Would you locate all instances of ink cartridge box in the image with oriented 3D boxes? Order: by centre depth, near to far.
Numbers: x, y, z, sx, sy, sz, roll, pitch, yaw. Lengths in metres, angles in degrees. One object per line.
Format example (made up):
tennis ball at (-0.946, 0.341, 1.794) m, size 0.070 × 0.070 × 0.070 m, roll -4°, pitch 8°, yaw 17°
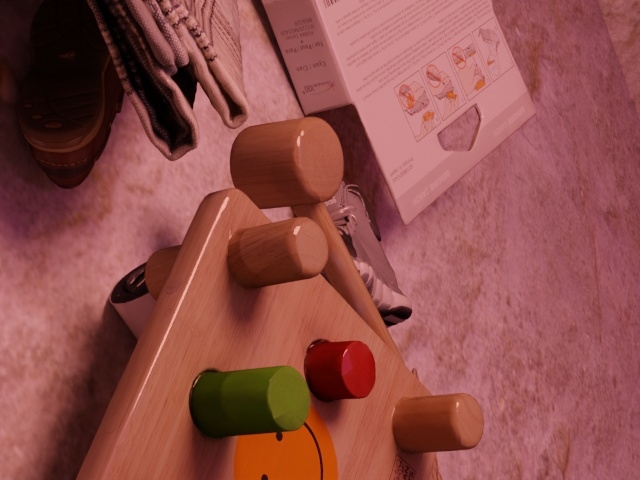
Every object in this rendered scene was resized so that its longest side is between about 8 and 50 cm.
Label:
ink cartridge box at (0.084, -0.186, 1.364) m, size 0.296 × 0.066 × 0.261 m, roll -39°, pitch 112°, yaw -47°

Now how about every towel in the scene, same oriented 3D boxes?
towel at (-0.124, -0.237, 0.858) m, size 0.324 × 0.056 × 0.312 m, roll -92°, pitch 160°, yaw -63°

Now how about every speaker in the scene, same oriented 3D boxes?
speaker at (-0.083, 0.076, 0.918) m, size 0.136 × 0.055 × 0.055 m, roll 60°, pitch 26°, yaw -22°

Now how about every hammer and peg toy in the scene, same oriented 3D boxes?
hammer and peg toy at (-0.005, 0.101, 0.859) m, size 0.266 × 0.127 × 0.361 m, roll 48°, pitch 47°, yaw -33°

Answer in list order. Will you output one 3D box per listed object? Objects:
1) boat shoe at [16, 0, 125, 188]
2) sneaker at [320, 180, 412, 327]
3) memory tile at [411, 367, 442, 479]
boat shoe at (-0.157, -0.108, 0.906) m, size 0.060 × 0.064 × 0.178 m, roll 90°, pitch 4°, yaw -48°
sneaker at (0.000, 0.000, 1.138) m, size 0.229 × 0.086 × 0.132 m, roll 36°, pitch 35°, yaw -68°
memory tile at (0.093, 0.194, 1.194) m, size 0.113 × 0.012 × 0.148 m, roll -87°, pitch 164°, yaw -64°
